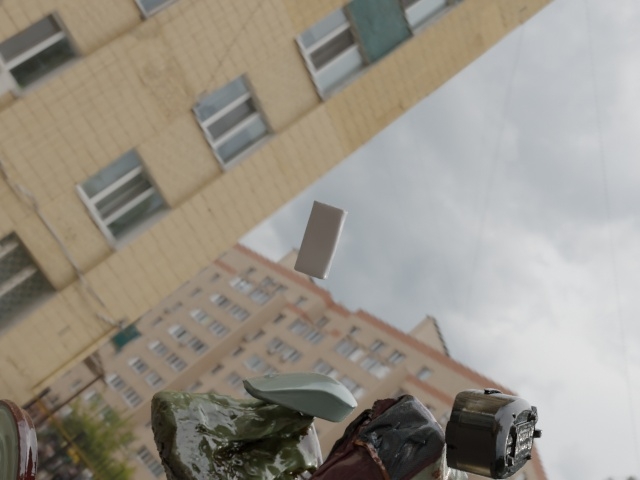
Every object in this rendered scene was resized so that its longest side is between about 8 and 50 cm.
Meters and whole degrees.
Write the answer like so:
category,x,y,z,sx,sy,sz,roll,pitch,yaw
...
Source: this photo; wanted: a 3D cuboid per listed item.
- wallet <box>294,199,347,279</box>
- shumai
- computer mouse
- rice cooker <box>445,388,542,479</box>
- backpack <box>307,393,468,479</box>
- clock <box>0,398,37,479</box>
category,x,y,z,sx,sy,sz,roll,pitch,yaw
wallet,0.000,0.000,1.448,0.061,0.122,0.025,18,6,16
shumai,-0.155,0.445,1.788,0.324,0.324,0.397,88,-23,-45
computer mouse,-0.038,0.291,1.715,0.231,0.079,0.128,17,-2,-14
rice cooker,0.224,0.256,1.168,0.107,0.165,0.112,6,-88,36
backpack,0.092,0.438,1.536,0.197,0.317,0.283,46,-8,41
clock,-0.640,0.461,1.677,0.080,0.318,0.318,18,3,-37
